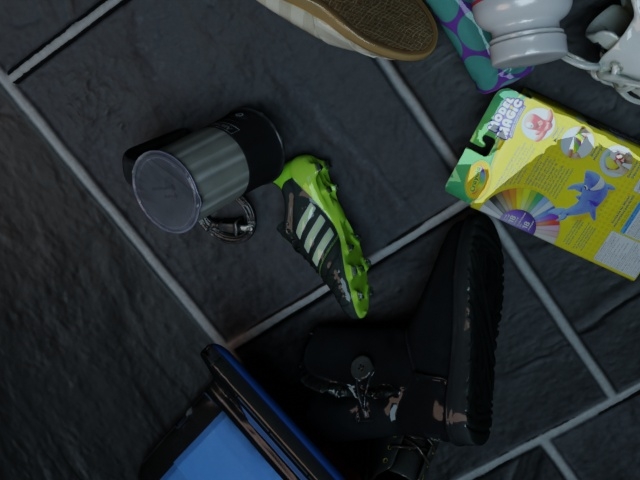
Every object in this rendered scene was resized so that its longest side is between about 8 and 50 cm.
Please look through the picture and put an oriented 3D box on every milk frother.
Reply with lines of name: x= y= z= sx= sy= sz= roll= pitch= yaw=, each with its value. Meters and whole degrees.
milk frother: x=-0.115 y=-0.042 z=0.992 sx=0.129 sy=0.135 sz=0.143 roll=-2 pitch=112 yaw=40

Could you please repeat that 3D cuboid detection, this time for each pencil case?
pencil case: x=0.141 y=-0.213 z=0.942 sx=0.065 sy=0.070 sz=0.151 roll=-33 pitch=107 yaw=7

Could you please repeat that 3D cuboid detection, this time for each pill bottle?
pill bottle: x=0.170 y=-0.234 z=0.867 sx=0.087 sy=0.087 sz=0.160 roll=-8 pitch=89 yaw=6

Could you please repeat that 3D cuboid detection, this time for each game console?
game console: x=-0.067 y=0.286 z=1.051 sx=0.173 sy=0.250 sz=0.293 roll=-42 pitch=75 yaw=-12

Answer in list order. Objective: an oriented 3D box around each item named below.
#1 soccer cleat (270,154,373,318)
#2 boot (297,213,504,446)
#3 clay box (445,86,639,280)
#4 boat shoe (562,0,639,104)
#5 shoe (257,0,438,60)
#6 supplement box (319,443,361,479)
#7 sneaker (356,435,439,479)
soccer cleat: x=0.000 y=0.000 z=1.032 sx=0.072 sy=0.060 sz=0.178 roll=-22 pitch=86 yaw=24
boot: x=0.078 y=0.094 z=1.051 sx=0.207 sy=0.094 sz=0.246 roll=-2 pitch=73 yaw=31
clay box: x=0.249 y=-0.062 z=1.009 sx=0.222 sy=0.053 sz=0.127 roll=25 pitch=112 yaw=-6
boat shoe: x=0.293 y=-0.187 z=0.911 sx=0.157 sy=0.136 sz=0.367 roll=-19 pitch=108 yaw=11
shoe: x=0.010 y=-0.231 z=0.955 sx=0.219 sy=0.058 sz=0.076 roll=24 pitch=81 yaw=-11
supplement box: x=-0.059 y=0.342 z=1.183 sx=0.233 sy=0.078 sz=0.080 roll=-39 pitch=106 yaw=16
sneaker: x=0.116 y=0.196 z=1.089 sx=0.083 sy=0.118 sz=0.222 roll=28 pitch=112 yaw=-8
